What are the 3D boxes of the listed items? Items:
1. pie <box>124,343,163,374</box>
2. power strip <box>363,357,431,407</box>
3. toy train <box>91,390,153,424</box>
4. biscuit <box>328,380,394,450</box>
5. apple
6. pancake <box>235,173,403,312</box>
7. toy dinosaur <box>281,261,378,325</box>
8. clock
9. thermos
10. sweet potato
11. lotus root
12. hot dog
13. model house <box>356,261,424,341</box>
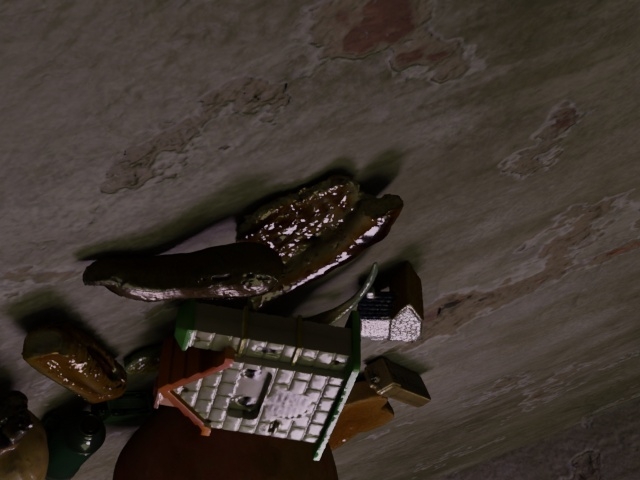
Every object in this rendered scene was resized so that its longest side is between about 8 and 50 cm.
[{"bbox_3d":[-0.241,0.171,1.693,0.084,0.020,0.084,-20,159,-8],"label":"pie"},{"bbox_3d":[0.150,0.273,2.258,0.044,0.064,0.305,-31,157,13],"label":"power strip"},{"bbox_3d":[-0.306,0.257,1.813,0.056,0.038,0.093,-30,159,35],"label":"toy train"},{"bbox_3d":[0.019,0.354,2.329,0.287,0.057,0.343,-10,155,-27],"label":"biscuit"},{"bbox_3d":[-0.139,0.401,1.876,0.364,0.363,0.364,-20,158,-8],"label":"apple"},{"bbox_3d":[0.000,0.000,1.473,0.212,0.056,0.257,-16,158,-10],"label":"pancake"},{"bbox_3d":[-0.033,0.145,1.751,0.206,0.092,0.393,4,155,-38],"label":"toy dinosaur"},{"bbox_3d":[-0.094,0.182,1.636,0.255,0.106,0.219,11,133,-11],"label":"clock"},{"bbox_3d":[-0.376,0.302,1.790,0.073,0.083,0.188,-16,163,-35],"label":"thermos"},{"bbox_3d":[-0.157,0.038,1.378,0.233,0.062,0.081,-3,156,-6],"label":"sweet potato"},{"bbox_3d":[-0.448,0.289,1.570,0.183,0.182,0.310,-9,153,-31],"label":"lotus root"},{"bbox_3d":[-0.313,0.159,1.536,0.083,0.068,0.289,0,163,4],"label":"hot dog"},{"bbox_3d":[0.103,0.089,1.766,0.101,0.087,0.100,0,142,3],"label":"model house"}]
